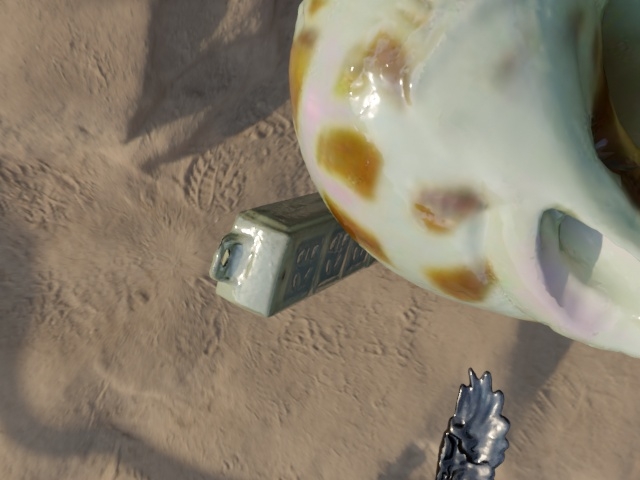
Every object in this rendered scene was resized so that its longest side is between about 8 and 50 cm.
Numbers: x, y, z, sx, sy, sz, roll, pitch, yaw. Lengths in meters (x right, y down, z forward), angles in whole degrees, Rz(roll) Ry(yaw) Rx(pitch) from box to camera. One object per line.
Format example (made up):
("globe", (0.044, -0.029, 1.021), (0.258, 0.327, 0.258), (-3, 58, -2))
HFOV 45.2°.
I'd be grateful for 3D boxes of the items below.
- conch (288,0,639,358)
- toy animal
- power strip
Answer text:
("conch", (0.106, -0.088, 0.419), (0.368, 0.197, 0.249), (47, 124, 4))
("toy animal", (0.073, 0.186, 0.458), (0.062, 0.108, 0.220), (23, 88, -43))
("power strip", (0.000, -0.001, 0.658), (0.052, 0.272, 0.078), (23, 108, 20))
